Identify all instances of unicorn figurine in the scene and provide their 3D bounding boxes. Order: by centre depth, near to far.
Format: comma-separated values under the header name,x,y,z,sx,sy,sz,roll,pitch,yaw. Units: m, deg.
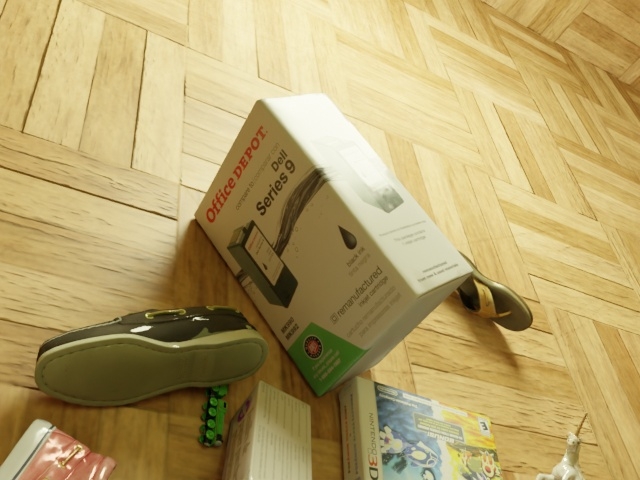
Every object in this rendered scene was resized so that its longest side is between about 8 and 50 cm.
name,x,y,z,sx,sy,sz,roll,pitch,yaw
unicorn figurine,0.330,0.322,0.890,0.111,0.060,0.162,-7,73,-45

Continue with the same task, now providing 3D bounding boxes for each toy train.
name,x,y,z,sx,sy,sz,roll,pitch,yaw
toy train,-0.107,0.173,0.701,0.023,0.017,0.083,31,36,-28

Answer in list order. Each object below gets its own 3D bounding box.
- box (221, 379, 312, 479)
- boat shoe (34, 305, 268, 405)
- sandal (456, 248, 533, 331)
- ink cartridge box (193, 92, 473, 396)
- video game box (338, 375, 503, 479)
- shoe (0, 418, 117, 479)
name,x,y,z,sx,sy,sz,roll,pitch,yaw
box,-0.047,0.236,0.559,0.067,0.063,0.324,30,17,-13
boat shoe,-0.166,0.107,0.675,0.227,0.081,0.069,2,31,-34
sandal,0.240,0.083,1.050,0.180,0.072,0.049,40,52,4
ink cartridge box,0.000,0.000,0.812,0.121,0.211,0.289,-17,63,-46
video game box,0.119,0.265,0.772,0.205,0.048,0.187,21,43,-23
shoe,-0.223,0.220,0.514,0.081,0.063,0.178,28,34,-6
